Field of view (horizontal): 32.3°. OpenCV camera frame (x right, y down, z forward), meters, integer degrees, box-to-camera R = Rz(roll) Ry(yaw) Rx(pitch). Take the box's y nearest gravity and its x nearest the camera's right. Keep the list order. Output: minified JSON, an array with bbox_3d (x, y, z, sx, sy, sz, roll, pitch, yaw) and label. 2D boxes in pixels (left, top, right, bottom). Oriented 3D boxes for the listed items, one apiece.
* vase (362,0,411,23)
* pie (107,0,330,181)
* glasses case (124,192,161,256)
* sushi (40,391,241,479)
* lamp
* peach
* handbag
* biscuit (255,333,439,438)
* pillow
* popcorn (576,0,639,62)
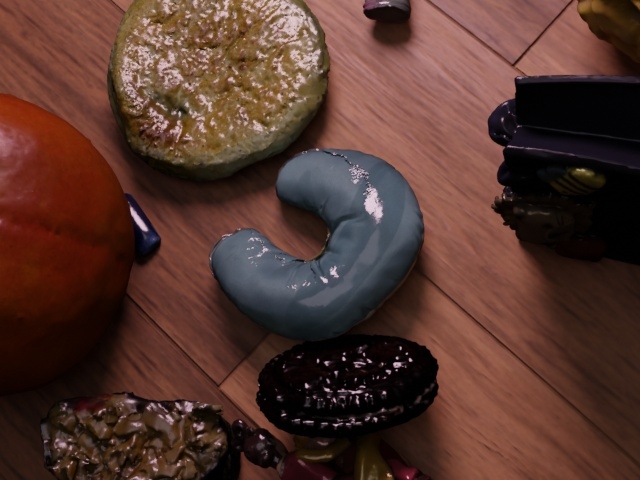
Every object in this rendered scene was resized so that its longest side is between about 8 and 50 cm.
[{"bbox_3d":[0.085,-0.367,1.308,0.086,0.086,0.214,2,81,13],"label":"vase"},{"bbox_3d":[-0.123,-0.204,1.318,0.277,0.078,0.277,-2,77,7],"label":"pie"},{"bbox_3d":[-0.222,-0.021,1.315,0.033,0.023,0.083,-38,72,3],"label":"glasses case"},{"bbox_3d":[-0.199,0.238,1.197,0.212,0.115,0.147,7,77,13],"label":"sushi"},{"bbox_3d":[0.031,0.247,1.150,0.253,0.118,0.118,27,83,21],"label":"lamp"},{"bbox_3d":[-0.380,0.007,1.197,0.342,0.302,0.343,-3,75,11],"label":"peach"},{"bbox_3d":[0.324,-0.044,1.053,0.329,0.303,0.122,8,75,15],"label":"handbag"},{"bbox_3d":[0.028,0.146,1.141,0.194,0.194,0.053,-2,105,12],"label":"biscuit"},{"bbox_3d":[0.000,0.000,1.227,0.214,0.086,0.233,34,82,27],"label":"pillow"},{"bbox_3d":[0.412,-0.291,1.152,0.332,0.225,0.265,33,97,-4],"label":"popcorn"}]
